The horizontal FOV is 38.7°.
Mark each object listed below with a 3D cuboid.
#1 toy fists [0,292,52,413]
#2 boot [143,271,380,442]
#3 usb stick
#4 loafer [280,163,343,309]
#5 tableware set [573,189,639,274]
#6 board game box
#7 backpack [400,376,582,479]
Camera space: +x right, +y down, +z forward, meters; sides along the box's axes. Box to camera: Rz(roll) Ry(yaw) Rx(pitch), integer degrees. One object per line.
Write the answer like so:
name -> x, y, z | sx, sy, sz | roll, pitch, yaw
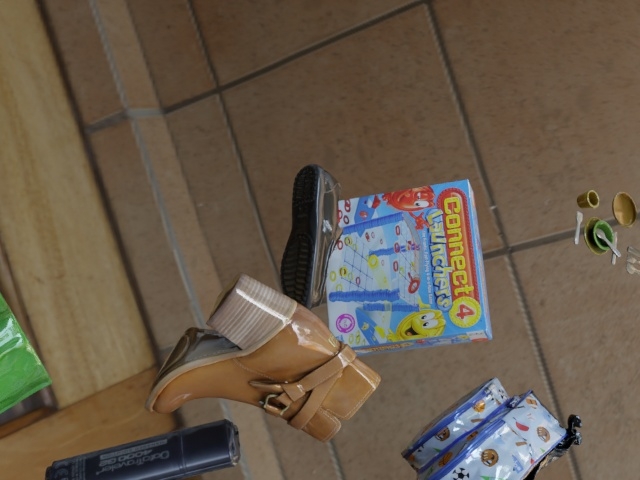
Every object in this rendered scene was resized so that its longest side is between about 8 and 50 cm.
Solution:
toy fists -> -0.260, 0.059, 0.541 | 0.096, 0.142, 0.279 | 54, 160, 16
boot -> -0.079, 0.181, 1.150 | 0.220, 0.109, 0.283 | 36, 120, -11
usb stick -> -0.249, 0.315, 1.285 | 0.278, 0.077, 0.045 | -14, 134, -1
loafer -> 0.000, 0.000, 1.339 | 0.080, 0.078, 0.220 | 1, 81, 53
tableware set -> 0.383, -0.019, 1.157 | 0.024, 0.154, 0.104 | -19, 54, 54
board game box -> 0.163, 0.057, 1.780 | 0.302, 0.086, 0.308 | -10, 71, 15
backpack -> 0.263, 0.376, 1.530 | 0.213, 0.263, 0.276 | 41, 126, 12
